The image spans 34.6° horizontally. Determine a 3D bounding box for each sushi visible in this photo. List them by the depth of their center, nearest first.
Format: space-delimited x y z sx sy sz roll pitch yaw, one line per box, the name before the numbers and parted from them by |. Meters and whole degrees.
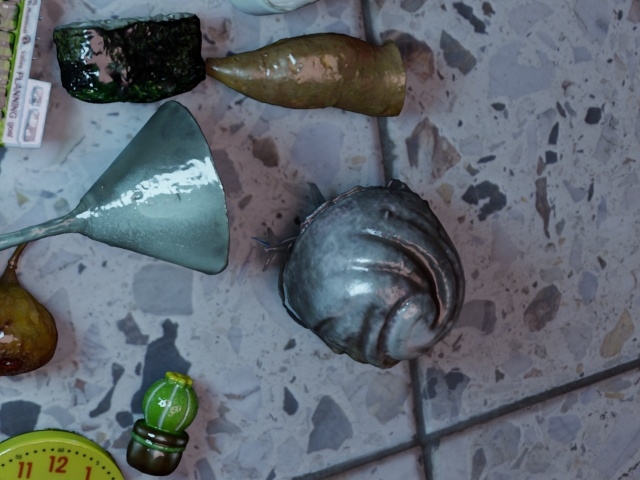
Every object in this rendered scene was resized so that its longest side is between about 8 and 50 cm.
sushi | -0.271 -0.263 1.495 0.225 0.124 0.127 -15 108 -39

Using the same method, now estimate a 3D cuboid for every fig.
fig | -0.470 0.096 1.521 0.146 0.134 0.201 7 67 -42

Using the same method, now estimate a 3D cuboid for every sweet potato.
sweet potato | -0.018 -0.269 1.621 0.337 0.131 0.131 3 99 -25

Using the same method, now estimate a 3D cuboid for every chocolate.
chocolate | 0.106 0.082 1.651 0.303 0.213 0.303 -14 125 -21

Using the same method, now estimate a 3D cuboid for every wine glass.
wine glass | -0.353 -0.020 1.423 0.406 0.267 0.267 -19 107 -27

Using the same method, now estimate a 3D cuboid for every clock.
clock | -0.435 0.443 1.611 0.277 0.071 0.293 3 99 -23

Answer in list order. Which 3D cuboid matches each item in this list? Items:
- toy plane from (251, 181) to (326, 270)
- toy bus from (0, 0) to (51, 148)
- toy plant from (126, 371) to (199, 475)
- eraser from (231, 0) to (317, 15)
toy plane | 0.000 0.002 1.717 0.226 0.058 0.226 -4 118 -22
toy bus | -0.447 -0.277 1.443 0.139 0.113 0.301 8 97 -27
toy plant | -0.249 0.291 1.649 0.093 0.093 0.162 20 93 -25
eraser | -0.024 -0.476 1.563 0.331 0.150 0.331 -4 99 -24
